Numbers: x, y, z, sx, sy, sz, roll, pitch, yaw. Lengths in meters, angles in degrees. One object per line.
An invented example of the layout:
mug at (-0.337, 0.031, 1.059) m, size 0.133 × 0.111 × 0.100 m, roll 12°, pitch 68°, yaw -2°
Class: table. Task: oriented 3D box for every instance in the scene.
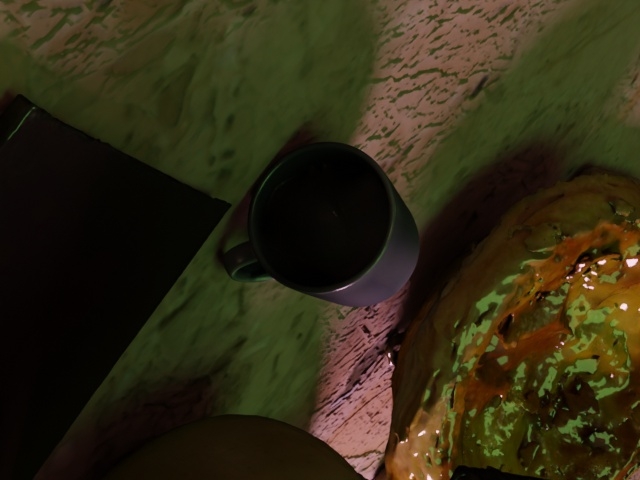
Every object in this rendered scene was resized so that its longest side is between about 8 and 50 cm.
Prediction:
table at (-0.079, 0.139, 0.583) m, size 0.282 × 0.251 × 0.196 m, roll -54°, pitch 154°, yaw 3°

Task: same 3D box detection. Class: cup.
cup at (0.000, 0.000, 0.747) m, size 0.100 × 0.078 × 0.077 m, roll -20°, pitch 162°, yaw 12°

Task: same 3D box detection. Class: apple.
apple at (-0.054, 0.192, 0.769) m, size 0.200 × 0.200 × 0.200 m, roll -39°, pitch 151°, yaw -26°

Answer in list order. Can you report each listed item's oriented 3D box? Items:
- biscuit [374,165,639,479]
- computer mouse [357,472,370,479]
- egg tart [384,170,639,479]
biscuit at (0.178, 0.087, 1.177) m, size 0.324 × 0.044 × 0.217 m, roll -57°, pitch 152°, yaw 12°
computer mouse at (-0.060, 0.279, 0.901) m, size 0.310 × 0.072 × 0.158 m, roll -52°, pitch -165°, yaw -21°
egg tart at (0.143, 0.083, 0.998) m, size 0.290 × 0.115 × 0.290 m, roll -19°, pitch 122°, yaw -33°
